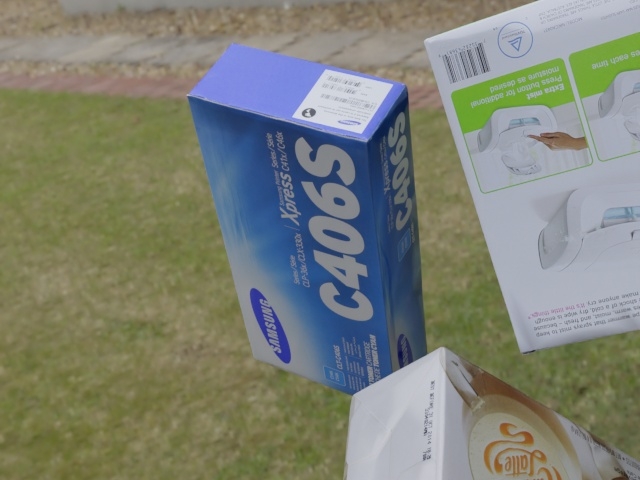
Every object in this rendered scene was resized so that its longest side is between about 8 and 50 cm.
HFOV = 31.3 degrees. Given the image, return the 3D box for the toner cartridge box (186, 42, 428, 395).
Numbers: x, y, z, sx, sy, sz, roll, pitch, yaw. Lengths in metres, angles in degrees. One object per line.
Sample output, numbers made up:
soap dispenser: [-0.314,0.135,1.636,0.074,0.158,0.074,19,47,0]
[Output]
toner cartridge box: [0.000,0.000,1.012,0.165,0.348,0.075,18,52,24]

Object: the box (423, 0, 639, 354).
box: [0.235,-0.069,0.762,0.262,0.231,0.127,-16,7,25]

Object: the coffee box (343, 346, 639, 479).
coffee box: [0.137,0.195,0.764,0.098,0.246,0.141,-35,34,40]
